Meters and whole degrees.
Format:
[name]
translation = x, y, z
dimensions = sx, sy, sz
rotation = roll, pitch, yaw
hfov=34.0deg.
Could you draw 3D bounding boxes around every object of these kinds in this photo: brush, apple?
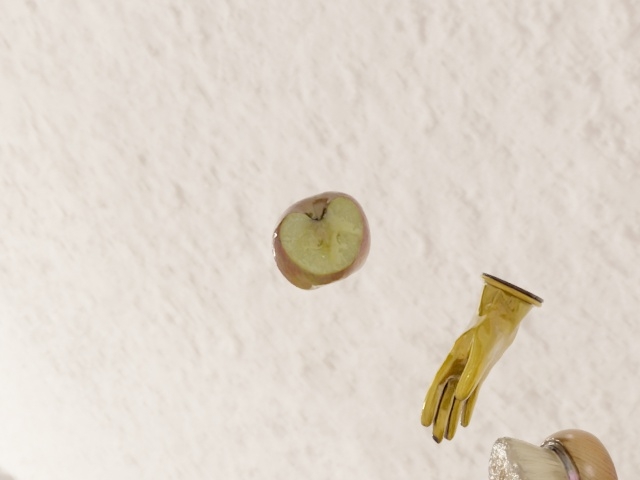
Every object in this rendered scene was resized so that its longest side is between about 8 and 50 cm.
[brush]
translation = 0.359, 0.425, 1.696
dimensions = 0.266, 0.166, 0.174
rotation = 98, 158, -45
[apple]
translation = 0.000, 0.000, 2.002
dimensions = 0.160, 0.195, 0.173
rotation = 168, 80, -80

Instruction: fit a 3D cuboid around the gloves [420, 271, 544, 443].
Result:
[gloves]
translation = 0.263, 0.209, 1.768
dimensions = 0.133, 0.294, 0.116
rotation = 26, 179, -38
